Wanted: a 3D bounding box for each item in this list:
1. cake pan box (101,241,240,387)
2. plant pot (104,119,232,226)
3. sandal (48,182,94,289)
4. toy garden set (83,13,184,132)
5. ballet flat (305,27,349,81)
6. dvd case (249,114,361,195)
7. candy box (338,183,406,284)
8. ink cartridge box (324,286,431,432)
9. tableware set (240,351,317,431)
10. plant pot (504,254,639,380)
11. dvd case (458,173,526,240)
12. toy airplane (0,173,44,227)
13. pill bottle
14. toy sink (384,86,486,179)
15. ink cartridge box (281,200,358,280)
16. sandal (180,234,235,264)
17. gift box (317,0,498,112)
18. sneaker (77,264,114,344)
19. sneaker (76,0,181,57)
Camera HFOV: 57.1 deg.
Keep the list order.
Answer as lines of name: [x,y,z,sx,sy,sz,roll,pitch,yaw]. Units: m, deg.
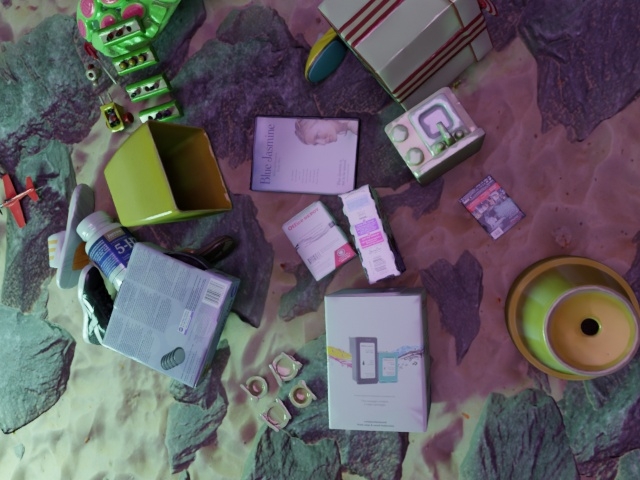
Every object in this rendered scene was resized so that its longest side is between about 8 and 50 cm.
cake pan box: [-0.332,0.156,1.308,0.246,0.070,0.266,20,95,10]
plant pot: [-0.363,-0.132,1.354,0.187,0.212,0.212,-23,85,24]
sandal: [-0.624,-0.012,1.462,0.076,0.102,0.265,5,83,14]
toy garden set: [-0.465,-0.374,1.386,0.204,0.049,0.244,-11,118,21]
ballet flat: [0.038,-0.458,1.328,0.231,0.077,0.077,-45,60,6]
dvd case: [-0.037,-0.198,1.364,0.253,0.022,0.180,4,91,13]
candy box: [0.114,-0.013,1.259,0.070,0.165,0.196,-20,86,11]
ink cartridge box: [0.127,0.238,1.241,0.197,0.198,0.270,-2,89,13]
tableware set: [-0.096,0.355,1.381,0.169,0.020,0.141,-40,82,10]
plant pot: [0.498,0.156,1.138,0.254,0.239,0.253,0,89,12]
dvd case: [0.373,-0.071,1.279,0.087,0.013,0.119,-41,81,10]
toy airplane: [-0.781,-0.111,1.526,0.151,0.028,0.151,0,89,13]
pill bottle: [-0.496,0.023,1.421,0.112,0.112,0.186,-44,82,9]
toy sink: [0.230,-0.210,1.197,0.153,0.234,0.131,-34,84,11]
ink cartridge box: [0.000,0.000,1.336,0.109,0.063,0.150,-35,83,11]
sandal: [-0.303,0.040,1.395,0.219,0.090,0.060,-33,67,12]
gift box: [0.188,-0.445,1.204,0.258,0.276,0.255,-42,69,13]
sneaker: [-0.511,0.162,1.429,0.121,0.079,0.216,10,117,9]
sneaker: [-0.379,-0.604,1.374,0.483,0.202,0.185,-31,112,26]
